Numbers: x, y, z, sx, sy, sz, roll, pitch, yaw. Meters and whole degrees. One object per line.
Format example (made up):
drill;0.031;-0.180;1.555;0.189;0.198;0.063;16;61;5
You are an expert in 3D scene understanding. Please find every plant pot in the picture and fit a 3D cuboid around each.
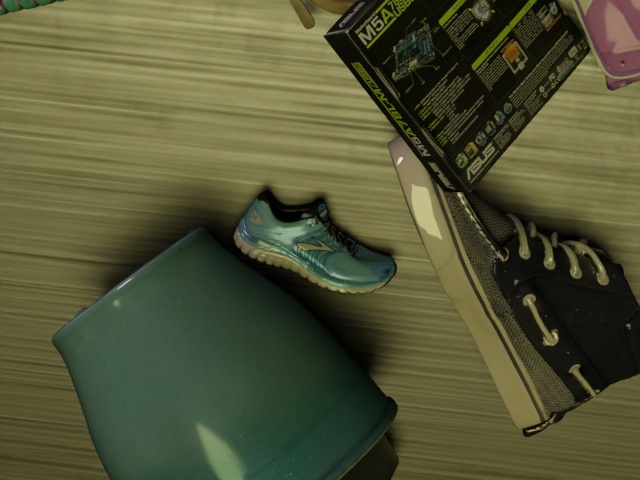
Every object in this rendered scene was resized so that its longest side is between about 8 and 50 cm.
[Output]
plant pot;-0.110;0.139;1.225;0.271;0.271;0.255;-37;93;18

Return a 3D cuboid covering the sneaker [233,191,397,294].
sneaker;0.000;0.000;1.251;0.162;0.063;0.073;19;111;-4

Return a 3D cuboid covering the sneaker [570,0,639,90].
sneaker;0.341;-0.168;1.135;0.282;0.102;0.161;41;115;-2

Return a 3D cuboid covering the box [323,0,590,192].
box;0.123;-0.170;1.110;0.184;0.045;0.191;48;70;-21

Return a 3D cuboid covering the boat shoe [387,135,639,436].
boat shoe;0.195;0.019;1.223;0.158;0.127;0.341;-25;118;8

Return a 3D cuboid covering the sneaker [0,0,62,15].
sneaker;-0.258;-0.258;1.148;0.223;0.083;0.098;-13;108;11

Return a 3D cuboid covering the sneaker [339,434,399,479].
sneaker;0.034;0.291;1.371;0.083;0.118;0.222;35;148;30

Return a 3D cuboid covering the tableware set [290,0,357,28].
tableware set;-0.003;-0.267;1.089;0.128;0.039;0.194;-25;124;16
